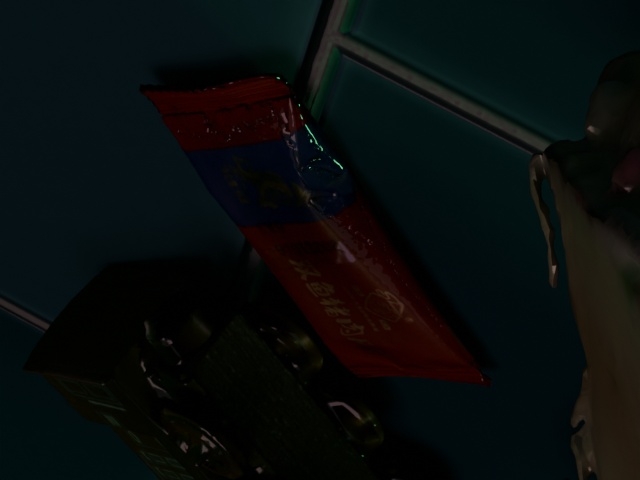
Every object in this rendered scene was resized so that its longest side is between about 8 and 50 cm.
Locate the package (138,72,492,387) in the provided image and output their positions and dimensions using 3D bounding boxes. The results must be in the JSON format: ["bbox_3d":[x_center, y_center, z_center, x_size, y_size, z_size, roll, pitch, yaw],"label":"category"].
[{"bbox_3d":[0.000,0.000,0.801,0.083,0.022,0.200,-4,134,41],"label":"package"}]

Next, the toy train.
[{"bbox_3d":[-0.035,0.108,0.905,0.137,0.090,0.225,4,139,49],"label":"toy train"}]

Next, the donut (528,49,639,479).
[{"bbox_3d":[0.168,0.131,0.627,0.150,0.307,0.371,-10,139,-6],"label":"donut"}]
